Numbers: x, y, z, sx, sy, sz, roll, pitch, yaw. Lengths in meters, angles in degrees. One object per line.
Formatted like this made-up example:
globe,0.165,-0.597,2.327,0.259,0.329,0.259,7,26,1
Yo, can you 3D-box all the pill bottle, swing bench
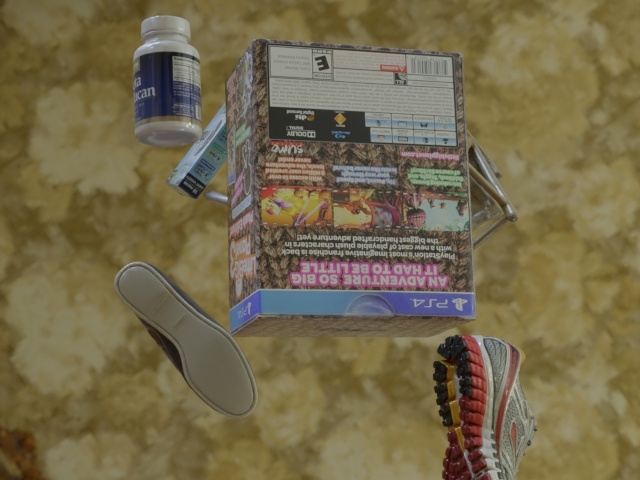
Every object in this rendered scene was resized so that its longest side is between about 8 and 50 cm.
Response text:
pill bottle,-0.215,-0.223,1.910,0.094,0.094,0.169,42,43,-73
swing bench,0.171,-0.059,2.287,0.165,0.253,0.255,44,16,-18

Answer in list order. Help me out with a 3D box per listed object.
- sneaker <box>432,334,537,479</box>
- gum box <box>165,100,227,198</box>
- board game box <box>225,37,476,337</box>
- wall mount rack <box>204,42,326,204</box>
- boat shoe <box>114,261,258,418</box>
sneaker,0.176,0.204,1.341,0.088,0.092,0.225,-13,-102,62
gum box,-0.171,-0.153,2.191,0.041,0.184,0.157,37,-5,-14
board game box,0.027,-0.049,1.449,0.141,0.232,0.291,144,-53,-70
wall mount rack,-0.027,-0.136,2.194,0.304,0.350,0.130,14,2,-43
boat shoe,-0.224,0.167,2.362,0.335,0.112,0.095,48,-2,5
